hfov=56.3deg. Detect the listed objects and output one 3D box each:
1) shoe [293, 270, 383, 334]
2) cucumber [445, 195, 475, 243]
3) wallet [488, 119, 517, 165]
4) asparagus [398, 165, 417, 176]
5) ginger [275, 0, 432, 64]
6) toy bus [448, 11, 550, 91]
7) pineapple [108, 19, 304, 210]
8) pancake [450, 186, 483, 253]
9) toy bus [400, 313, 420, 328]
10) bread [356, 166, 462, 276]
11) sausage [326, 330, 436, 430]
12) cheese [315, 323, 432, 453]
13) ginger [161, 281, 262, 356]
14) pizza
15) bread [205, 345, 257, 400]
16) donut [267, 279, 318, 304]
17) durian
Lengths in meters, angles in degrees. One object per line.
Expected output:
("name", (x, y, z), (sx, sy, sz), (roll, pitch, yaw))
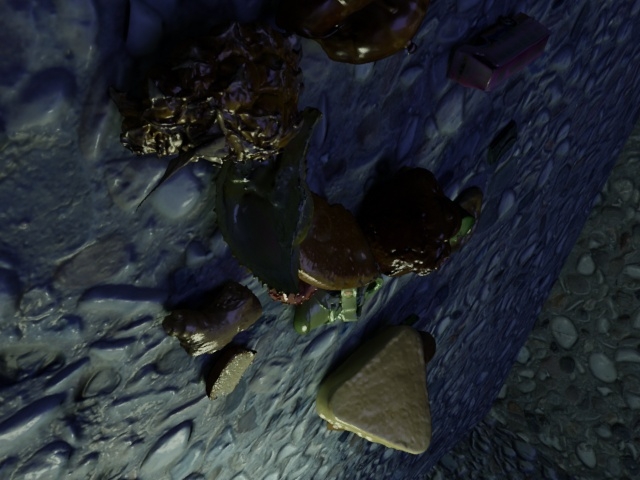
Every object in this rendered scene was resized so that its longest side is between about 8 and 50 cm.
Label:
("shoe", (0.044, 0.122, 1.406), (0.262, 0.128, 0.140), (-42, 141, -31))
("cucumber", (0.317, -0.033, 1.631), (0.191, 0.130, 0.191), (-32, 144, -27))
("wallet", (0.552, -0.290, 1.803), (0.129, 0.026, 0.088), (-47, 148, -14))
("asparagus", (0.208, -0.060, 1.512), (0.067, 0.060, 0.278), (-25, 138, -25))
("ginger", (0.124, -0.445, 0.916), (0.418, 0.176, 0.254), (-52, 148, 10))
("toy bus", (0.421, -0.443, 1.402), (0.274, 0.112, 0.090), (-36, 152, -29))
("pineapple", (-0.119, -0.191, 0.799), (0.334, 0.158, 0.161), (-24, 162, -28))
("pancake", (0.443, -0.055, 1.861), (0.222, 0.042, 0.236), (-14, 129, -46))
("toy bus", (0.296, 0.275, 1.973), (0.083, 0.037, 0.031), (-30, 142, -37))
("bread", (0.201, -0.024, 1.368), (0.246, 0.232, 0.135), (-34, 159, 27))
("sausage", (0.206, 0.441, 1.929), (0.500, 0.123, 0.136), (-33, 164, -34))
("cheese", (0.156, 0.450, 1.761), (0.383, 0.104, 0.384), (4, 81, -28))
("ginger", (-0.206, 0.161, 1.136), (0.213, 0.074, 0.138), (-25, 128, -47))
("pizza", (0.000, 0.000, 1.204), (0.365, 0.073, 0.182), (23, 65, -44))
("bread", (-0.198, 0.280, 1.291), (0.129, 0.044, 0.126), (-61, 156, 4))
("donut", (-0.061, 0.090, 1.277), (0.117, 0.065, 0.166), (-56, 148, -1))
("durian", (-0.079, -0.076, 0.972), (0.172, 0.166, 0.306), (8, 109, -22))
